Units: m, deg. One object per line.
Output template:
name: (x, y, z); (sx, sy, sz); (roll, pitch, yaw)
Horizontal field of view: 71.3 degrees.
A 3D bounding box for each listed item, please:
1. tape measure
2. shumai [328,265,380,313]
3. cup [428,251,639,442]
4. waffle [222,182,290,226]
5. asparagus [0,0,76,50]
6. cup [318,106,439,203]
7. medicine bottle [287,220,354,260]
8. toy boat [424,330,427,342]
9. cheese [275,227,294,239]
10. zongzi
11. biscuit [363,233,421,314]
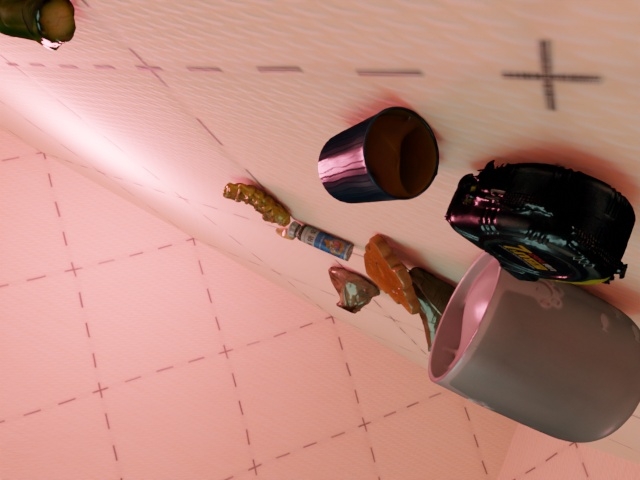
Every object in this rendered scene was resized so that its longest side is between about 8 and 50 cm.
tape measure: (0.277, -0.018, 0.547); (0.198, 0.112, 0.186); (28, 174, -23)
shumai: (0.096, 0.179, 1.539); (0.201, 0.120, 0.201); (27, 169, 6)
cup: (0.378, 0.176, 0.820); (0.274, 0.260, 0.356); (26, -164, 6)
waffle: (-0.167, -0.100, 1.210); (0.148, 0.051, 0.194); (14, 165, 45)
asparagus: (-0.533, -0.400, 0.805); (0.342, 0.082, 0.085); (19, 167, 37)
cup: (0.084, -0.098, 0.619); (0.150, 0.114, 0.138); (36, 166, -22)
medicine bottle: (0.000, 0.000, 1.239); (0.191, 0.051, 0.051); (23, 165, 21)
toy boat: (0.376, 0.271, 1.437); (0.078, 0.085, 0.261); (20, 153, 26)
cheese: (-0.110, -0.023, 1.404); (0.044, 0.030, 0.083); (29, 173, -29)
zongzi: (0.241, 0.165, 1.111); (0.188, 0.178, 0.081); (29, -168, 2)
biscuit: (0.166, 0.079, 1.102); (0.212, 0.041, 0.238); (59, 170, -7)
